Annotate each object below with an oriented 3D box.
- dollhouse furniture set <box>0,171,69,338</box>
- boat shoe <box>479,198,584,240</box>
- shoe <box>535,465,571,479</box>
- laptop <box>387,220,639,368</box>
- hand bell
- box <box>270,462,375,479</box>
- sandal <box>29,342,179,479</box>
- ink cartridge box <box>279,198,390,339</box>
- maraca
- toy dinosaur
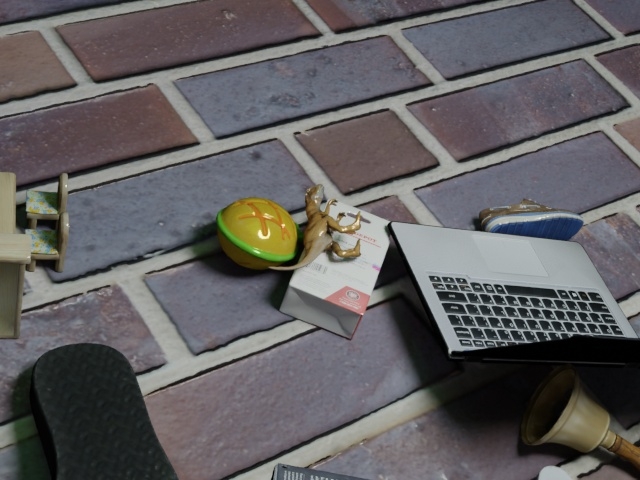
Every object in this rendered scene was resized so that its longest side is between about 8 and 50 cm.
[{"bbox_3d":[-0.437,-0.017,1.432,0.212,0.161,0.242,2,48,-17],"label":"dollhouse furniture set"},{"bbox_3d":[0.345,-0.037,1.795,0.183,0.066,0.066,0,42,-24],"label":"boat shoe"},{"bbox_3d":[0.271,0.371,1.372,0.063,0.081,0.178,24,42,3],"label":"shoe"},{"bbox_3d":[0.364,0.061,1.537,0.382,0.236,0.408,6,43,-30],"label":"laptop"},{"bbox_3d":[0.412,0.282,1.513,0.242,0.126,0.126,30,44,-8],"label":"hand bell"},{"bbox_3d":[0.027,0.354,1.255,0.207,0.153,0.108,12,45,-10],"label":"box"},{"bbox_3d":[-0.244,0.298,1.263,0.168,0.107,0.445,0,36,-18],"label":"sandal"},{"bbox_3d":[0.028,0.038,1.612,0.115,0.067,0.198,22,46,2],"label":"ink cartridge box"},{"bbox_3d":[-0.084,-0.015,1.605,0.127,0.099,0.186,36,21,8],"label":"maraca"},{"bbox_3d":[0.000,0.000,1.559,0.112,0.064,0.211,1,35,7],"label":"toy dinosaur"}]
